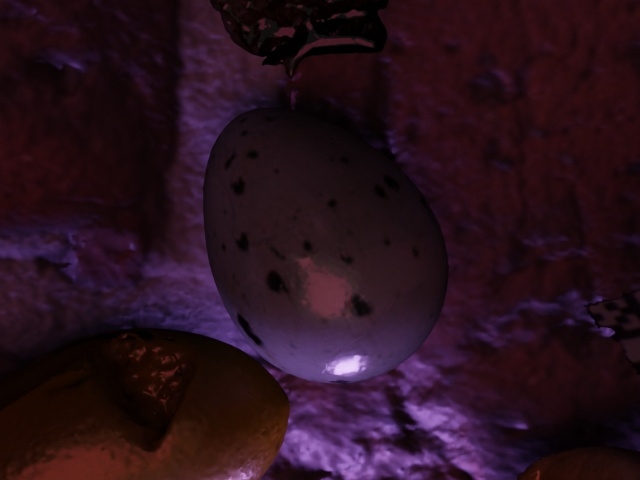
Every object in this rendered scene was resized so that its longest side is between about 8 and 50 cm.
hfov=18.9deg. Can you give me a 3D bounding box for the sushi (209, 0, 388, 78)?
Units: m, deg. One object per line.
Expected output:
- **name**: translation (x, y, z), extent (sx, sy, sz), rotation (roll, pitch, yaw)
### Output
- **sushi**: translation (-0.013, -0.146, 1.002), extent (0.084, 0.094, 0.098), rotation (-18, 116, 17)

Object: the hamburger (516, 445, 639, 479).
- **hamburger**: translation (0.159, 0.221, 1.123), extent (0.213, 0.214, 0.108), rotation (-32, 135, 21)

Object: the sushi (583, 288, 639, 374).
- **sushi**: translation (0.367, 0.076, 1.069), extent (0.296, 0.100, 0.373), rotation (-18, 131, 36)

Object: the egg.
- **egg**: translation (0.000, 0.000, 1.071), extent (0.131, 0.131, 0.164), rotation (-25, 90, 18)

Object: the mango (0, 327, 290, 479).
- **mango**: translation (-0.143, 0.143, 1.159), extent (0.262, 0.130, 0.167), rotation (-34, 116, 17)
